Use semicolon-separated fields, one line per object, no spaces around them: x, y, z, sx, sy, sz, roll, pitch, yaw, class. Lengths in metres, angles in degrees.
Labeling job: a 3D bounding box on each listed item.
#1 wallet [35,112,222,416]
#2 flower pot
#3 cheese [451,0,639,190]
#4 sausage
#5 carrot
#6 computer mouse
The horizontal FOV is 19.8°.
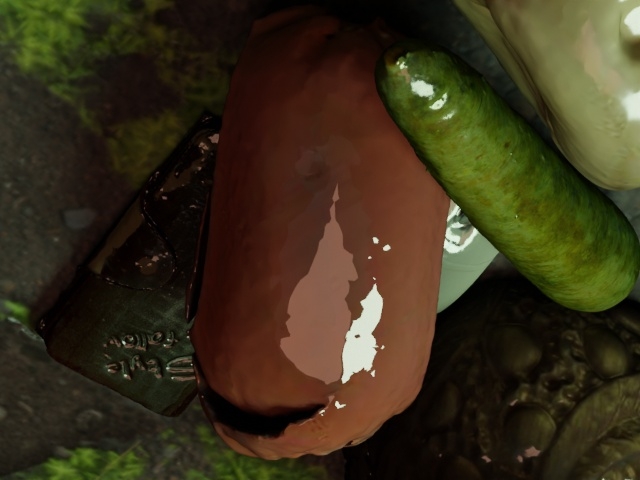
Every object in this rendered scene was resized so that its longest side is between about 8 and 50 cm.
-0.089;0.023;1.226;0.122;0.031;0.232;28;123;-19;wallet
0.147;0.204;1.219;0.266;0.267;0.267;1;129;1;flower pot
0.144;-0.129;0.993;0.117;0.218;0.235;-37;154;2;cheese
0.000;0.000;1.103;0.152;0.152;0.280;7;103;-5;sausage
0.112;-0.034;1.060;0.074;0.074;0.358;-22;154;17;carrot
0.072;-0.001;1.191;0.089;0.056;0.182;26;124;-24;computer mouse
